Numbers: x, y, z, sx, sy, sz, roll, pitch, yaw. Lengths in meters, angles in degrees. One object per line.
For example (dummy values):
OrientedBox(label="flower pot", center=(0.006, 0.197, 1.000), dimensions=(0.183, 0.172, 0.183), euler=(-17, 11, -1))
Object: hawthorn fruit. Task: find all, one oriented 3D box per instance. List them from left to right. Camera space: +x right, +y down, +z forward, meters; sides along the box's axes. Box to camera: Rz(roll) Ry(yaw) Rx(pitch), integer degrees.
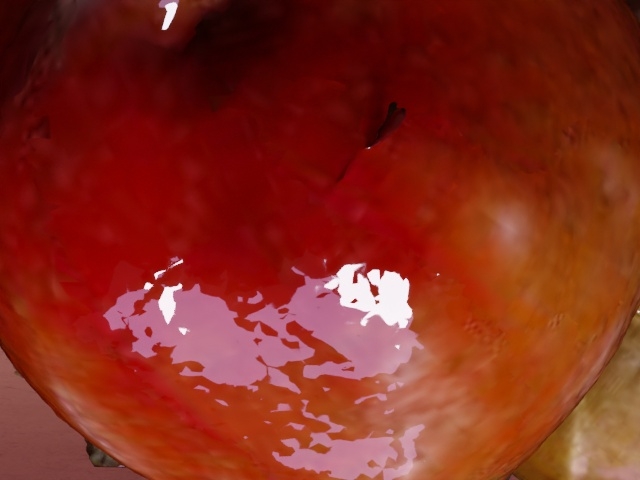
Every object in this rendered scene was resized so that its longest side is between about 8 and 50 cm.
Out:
OrientedBox(label="hawthorn fruit", center=(-0.016, -0.024, 0.762), dimensions=(0.311, 0.295, 0.295), euler=(15, 159, -43))

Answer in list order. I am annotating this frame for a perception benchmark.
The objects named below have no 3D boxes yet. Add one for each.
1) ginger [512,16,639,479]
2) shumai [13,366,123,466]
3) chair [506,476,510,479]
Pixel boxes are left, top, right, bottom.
OrientedBox(label="ginger", center=(0.156, 0.012, 0.980), dimensions=(0.357, 0.152, 0.274), euler=(33, 128, -3))
OrientedBox(label="shumai", center=(-0.182, 0.145, 1.712), dimensions=(0.201, 0.120, 0.201), euler=(1, 169, 0))
OrientedBox(label="chair", center=(0.299, 0.196, 1.864), dimensions=(0.325, 0.160, 0.170), euler=(-1, 165, -15))
